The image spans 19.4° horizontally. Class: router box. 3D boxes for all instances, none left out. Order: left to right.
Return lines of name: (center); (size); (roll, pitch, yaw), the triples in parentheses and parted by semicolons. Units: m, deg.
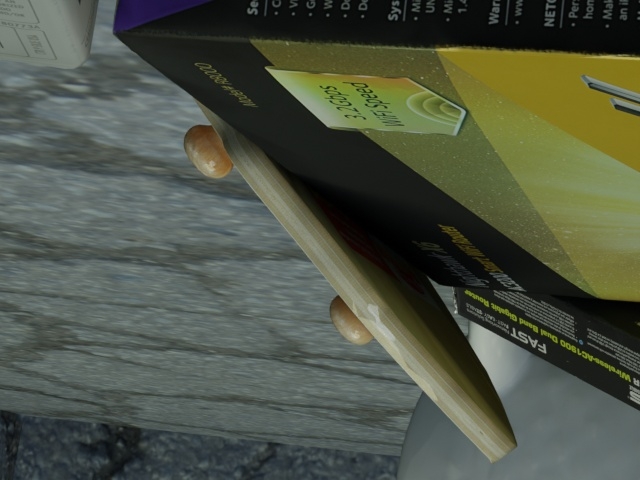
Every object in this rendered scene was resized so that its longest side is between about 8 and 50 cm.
router box: (0.124, 0.015, 0.729); (0.092, 0.038, 0.122); (-34, -139, -29)
router box: (0.115, -0.043, 0.538); (0.243, 0.081, 0.309); (5, 169, 20)

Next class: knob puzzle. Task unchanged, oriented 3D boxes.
knob puzzle: (0.000, 0.000, 0.639); (0.030, 0.213, 0.213); (-38, 160, 6)

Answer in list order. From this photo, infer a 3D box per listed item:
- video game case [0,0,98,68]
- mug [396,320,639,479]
video game case: (-0.237, -0.123, 0.506); (0.329, 0.036, 0.300); (9, 170, 0)
mug: (0.206, 0.126, 1.002); (0.328, 0.276, 0.374); (10, 142, 33)
